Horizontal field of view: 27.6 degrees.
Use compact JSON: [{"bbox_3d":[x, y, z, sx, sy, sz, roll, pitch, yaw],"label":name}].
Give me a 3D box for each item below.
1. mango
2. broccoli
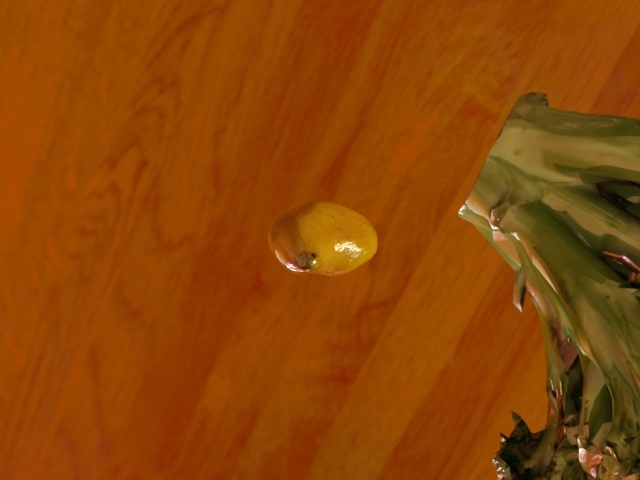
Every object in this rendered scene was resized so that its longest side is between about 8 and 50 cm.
[{"bbox_3d":[0.000,0.000,1.415,0.098,0.190,0.075,32,111,21],"label":"mango"},{"bbox_3d":[0.201,0.036,0.738,0.275,0.308,0.308,34,120,6],"label":"broccoli"}]
